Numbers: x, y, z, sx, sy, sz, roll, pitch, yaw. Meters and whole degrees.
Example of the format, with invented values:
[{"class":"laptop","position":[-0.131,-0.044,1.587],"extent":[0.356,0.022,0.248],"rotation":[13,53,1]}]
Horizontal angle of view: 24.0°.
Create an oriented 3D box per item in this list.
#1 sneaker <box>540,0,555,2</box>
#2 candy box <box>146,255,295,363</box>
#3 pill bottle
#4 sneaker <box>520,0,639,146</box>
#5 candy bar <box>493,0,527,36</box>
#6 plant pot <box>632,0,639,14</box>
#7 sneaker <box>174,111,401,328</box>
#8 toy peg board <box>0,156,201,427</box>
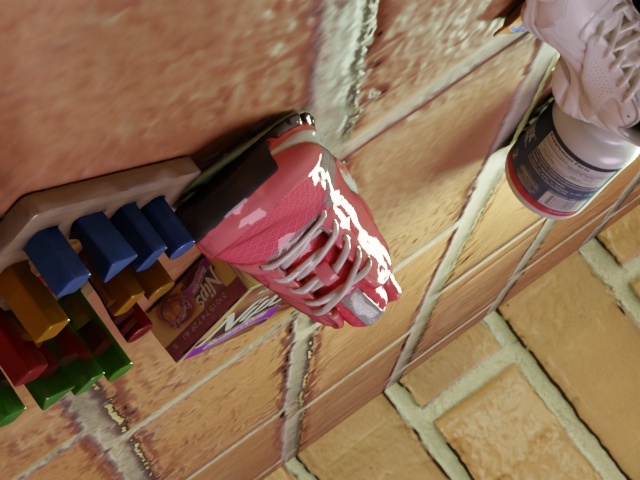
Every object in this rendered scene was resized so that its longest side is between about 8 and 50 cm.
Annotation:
[{"class":"sneaker","position":[0.179,-0.206,1.041],"extent":[0.134,0.051,0.070],"rotation":[-26,167,-32]},{"class":"candy box","position":[-0.053,0.034,1.298],"extent":[0.109,0.053,0.187],"rotation":[-44,168,32]},{"class":"pill bottle","position":[0.283,-0.109,1.612],"extent":[0.108,0.108,0.180],"rotation":[-30,167,-34]},{"class":"sneaker","position":[0.232,-0.149,1.165],"extent":[0.090,0.115,0.232],"rotation":[-47,148,-3]},{"class":"candy bar","position":[0.187,-0.186,1.230],"extent":[0.040,0.018,0.161],"rotation":[-43,167,31]},{"class":"plant pot","position":[0.345,-0.178,1.357],"extent":[0.187,0.188,0.167],"rotation":[-39,-171,8]},{"class":"sneaker","position":[0.001,0.000,1.104],"extent":[0.116,0.136,0.314],"rotation":[-40,169,9]},{"class":"toy peg board","position":[-0.150,0.037,0.938],"extent":[0.160,0.079,0.161],"rotation":[-44,168,32]}]
